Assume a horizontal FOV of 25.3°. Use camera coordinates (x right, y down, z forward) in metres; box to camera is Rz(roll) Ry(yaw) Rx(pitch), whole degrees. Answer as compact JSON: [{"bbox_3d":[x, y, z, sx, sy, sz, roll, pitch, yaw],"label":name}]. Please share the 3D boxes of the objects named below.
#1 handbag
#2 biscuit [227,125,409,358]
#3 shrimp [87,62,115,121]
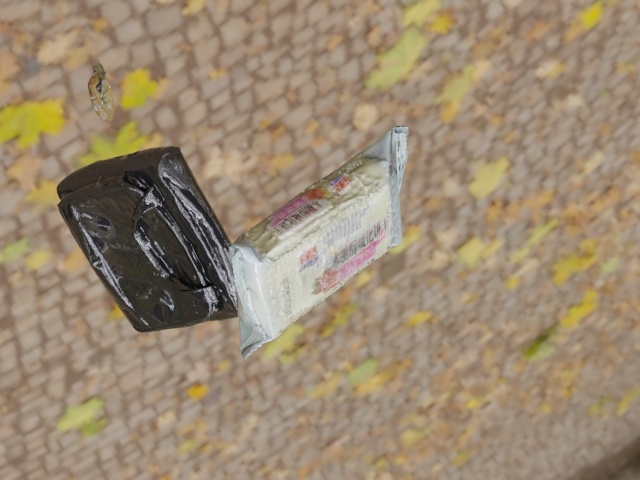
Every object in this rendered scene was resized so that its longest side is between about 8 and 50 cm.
[{"bbox_3d":[-0.228,0.006,1.979,0.244,0.275,0.088,-11,-156,40],"label":"handbag"},{"bbox_3d":[0.000,-0.004,1.754,0.309,0.079,0.186,-34,142,-30],"label":"biscuit"},{"bbox_3d":[-0.331,-0.226,2.124,0.023,0.108,0.059,-26,152,18],"label":"shrimp"}]
